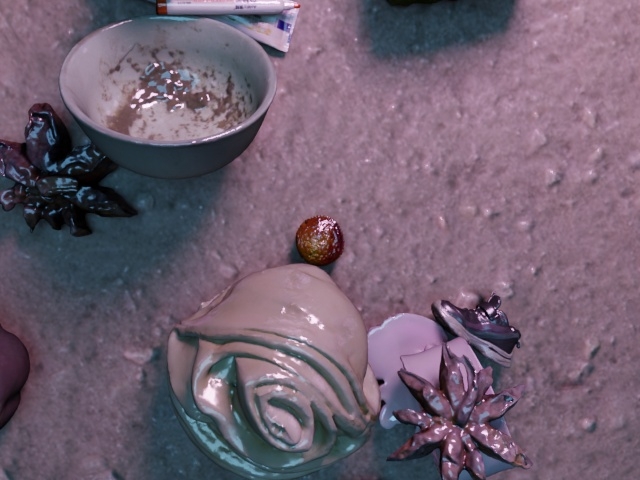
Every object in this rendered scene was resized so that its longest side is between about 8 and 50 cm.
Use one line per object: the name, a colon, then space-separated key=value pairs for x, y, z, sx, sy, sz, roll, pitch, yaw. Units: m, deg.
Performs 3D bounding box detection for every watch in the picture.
watch: x=0.172 y=0.240 z=0.856 sx=0.196 sy=0.231 sz=0.244 roll=-21 pitch=99 yaw=3

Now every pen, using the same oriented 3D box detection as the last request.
pen: x=-0.137 y=-0.354 z=0.854 sx=0.217 sy=0.026 sz=0.026 roll=-5 pitch=96 yaw=-12

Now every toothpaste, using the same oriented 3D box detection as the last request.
toothpaste: x=-0.192 y=-0.378 z=0.876 sx=0.314 sy=0.056 sz=0.058 roll=15 pitch=138 yaw=-8

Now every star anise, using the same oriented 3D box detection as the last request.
star anise: x=0.174 y=0.235 z=0.712 sx=0.195 sy=0.065 sz=0.183 roll=25 pitch=76 yaw=12
star anise: x=-0.400 y=-0.105 z=0.873 sx=0.219 sy=0.099 sz=0.214 roll=-14 pitch=105 yaw=0

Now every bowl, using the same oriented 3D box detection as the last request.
bowl: x=-0.211 y=-0.186 z=0.823 sx=0.289 sy=0.146 sz=0.289 roll=4 pitch=52 yaw=-5

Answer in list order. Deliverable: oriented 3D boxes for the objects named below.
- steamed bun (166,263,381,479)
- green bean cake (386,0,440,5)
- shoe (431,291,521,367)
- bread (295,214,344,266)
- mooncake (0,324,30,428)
steamed bun: x=-0.085 y=0.210 z=0.825 sx=0.324 sy=0.219 sz=0.310 roll=-16 pitch=97 yaw=18
green bean cake: x=0.201 y=-0.489 z=0.824 sx=0.249 sy=0.156 sz=0.247 roll=-8 pitch=97 yaw=-1
shoe: x=0.265 y=0.130 z=0.930 sx=0.169 sy=0.071 sz=0.099 roll=36 pitch=91 yaw=-8
bread: x=0.000 y=0.000 z=0.914 sx=0.084 sy=0.053 sz=0.085 roll=0 pitch=95 yaw=-2
mooncake: x=-0.582 y=0.213 z=0.879 sx=0.244 sy=0.133 sz=0.245 roll=0 pitch=96 yaw=-2
